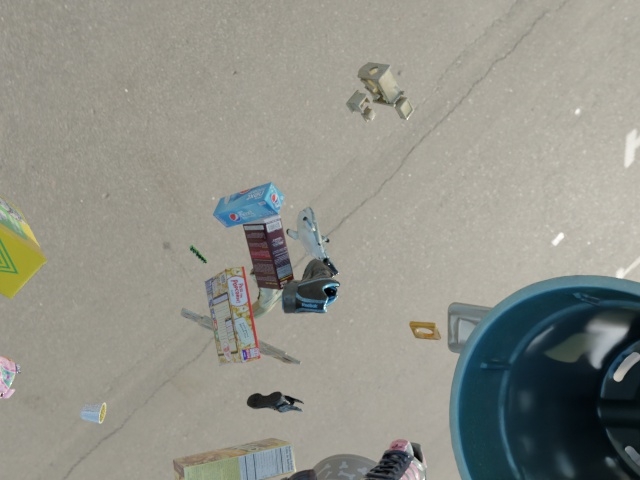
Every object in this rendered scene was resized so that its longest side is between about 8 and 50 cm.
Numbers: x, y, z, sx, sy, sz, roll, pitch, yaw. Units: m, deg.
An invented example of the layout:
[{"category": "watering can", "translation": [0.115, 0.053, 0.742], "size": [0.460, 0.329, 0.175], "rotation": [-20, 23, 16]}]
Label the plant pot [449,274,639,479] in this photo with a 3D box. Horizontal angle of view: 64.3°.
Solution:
[{"category": "plant pot", "translation": [0.400, 0.229, 0.627], "size": [0.334, 0.341, 0.341], "rotation": [11, 119, -38]}]

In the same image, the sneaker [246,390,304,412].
[{"category": "sneaker", "translation": [-0.143, 0.514, 1.600], "size": [0.170, 0.051, 0.089], "rotation": [-18, 134, 29]}]

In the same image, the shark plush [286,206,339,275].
[{"category": "shark plush", "translation": [0.000, 0.000, 1.121], "size": [0.067, 0.161, 0.073], "rotation": [-29, 165, -49]}]

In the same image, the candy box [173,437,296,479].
[{"category": "candy box", "translation": [-0.253, 0.655, 1.484], "size": [0.316, 0.087, 0.183], "rotation": [-3, 167, -26]}]

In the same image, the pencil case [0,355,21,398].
[{"category": "pencil case", "translation": [-0.907, 0.332, 1.269], "size": [0.124, 0.124, 0.284], "rotation": [-41, 150, 0]}]

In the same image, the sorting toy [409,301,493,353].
[{"category": "sorting toy", "translation": [0.373, 0.197, 1.128], "size": [0.196, 0.347, 0.047], "rotation": [75, 29, -49]}]

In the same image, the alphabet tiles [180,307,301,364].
[{"category": "alphabet tiles", "translation": [-0.225, 0.268, 1.400], "size": [0.011, 0.342, 0.285], "rotation": [-67, -170, -19]}]

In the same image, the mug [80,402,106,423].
[{"category": "mug", "translation": [-0.714, 0.542, 1.598], "size": [0.064, 0.062, 0.078], "rotation": [6, 134, -6]}]

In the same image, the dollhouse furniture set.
[{"category": "dollhouse furniture set", "translation": [0.160, -0.397, 1.502], "size": [0.161, 0.101, 0.182], "rotation": [-52, 134, -9]}]

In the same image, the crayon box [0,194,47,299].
[{"category": "crayon box", "translation": [-0.707, -0.072, 0.957], "size": [0.106, 0.363, 0.313], "rotation": [-48, 129, -11]}]

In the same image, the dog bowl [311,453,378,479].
[{"category": "dog bowl", "translation": [0.080, 0.730, 1.282], "size": [0.349, 0.349, 0.102], "rotation": [-57, 160, 19]}]

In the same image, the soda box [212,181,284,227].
[{"category": "soda box", "translation": [-0.211, -0.101, 1.480], "size": [0.210, 0.071, 0.067], "rotation": [-12, 137, 35]}]

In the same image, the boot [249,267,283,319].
[{"category": "boot", "translation": [-0.221, 0.182, 1.883], "size": [0.213, 0.077, 0.165], "rotation": [-37, 123, -4]}]

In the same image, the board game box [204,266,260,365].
[{"category": "board game box", "translation": [-0.192, 0.165, 1.090], "size": [0.045, 0.193, 0.147], "rotation": [-6, 169, -31]}]

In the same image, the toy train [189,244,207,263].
[{"category": "toy train", "translation": [-0.394, 0.045, 1.644], "size": [0.017, 0.024, 0.083], "rotation": [-34, 129, 3]}]

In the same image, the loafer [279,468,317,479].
[{"category": "loafer", "translation": [0.002, 0.677, 1.158], "size": [0.095, 0.302, 0.109], "rotation": [-23, 166, -10]}]

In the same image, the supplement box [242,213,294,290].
[{"category": "supplement box", "translation": [-0.171, 0.039, 1.685], "size": [0.073, 0.130, 0.239], "rotation": [-21, 105, -40]}]

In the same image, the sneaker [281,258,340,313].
[{"category": "sneaker", "translation": [0.000, 0.149, 1.573], "size": [0.341, 0.139, 0.125], "rotation": [-44, 137, -65]}]

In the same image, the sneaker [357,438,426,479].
[{"category": "sneaker", "translation": [0.138, 0.465, 1.024], "size": [0.319, 0.112, 0.131], "rotation": [43, 52, -59]}]
